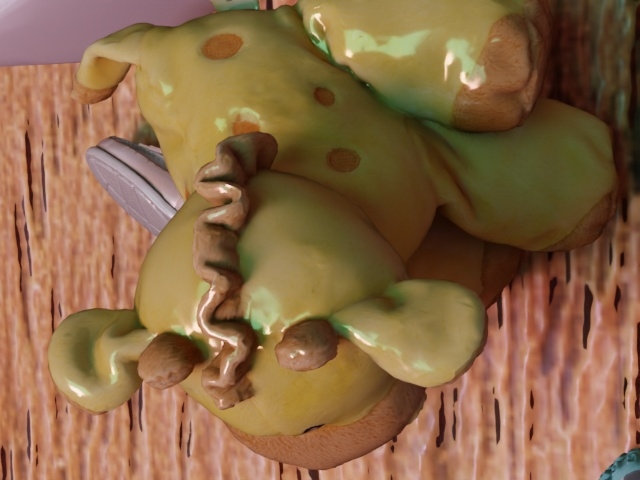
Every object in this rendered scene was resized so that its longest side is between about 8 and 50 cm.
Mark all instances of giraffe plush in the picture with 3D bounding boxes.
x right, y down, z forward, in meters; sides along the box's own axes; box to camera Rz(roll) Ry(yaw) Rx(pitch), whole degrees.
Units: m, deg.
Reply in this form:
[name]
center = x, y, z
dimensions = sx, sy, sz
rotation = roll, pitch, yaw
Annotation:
[giraffe plush]
center = 0.000, 0.000, 0.558
dimensions = 0.181, 0.210, 0.170
rotation = -32, 36, 32

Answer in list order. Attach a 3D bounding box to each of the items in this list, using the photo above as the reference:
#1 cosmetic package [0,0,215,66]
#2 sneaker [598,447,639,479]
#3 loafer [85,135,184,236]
[cosmetic package]
center = -0.028, -0.243, 0.603
dimensions = 0.385, 0.156, 0.217
rotation = -32, 81, 33
[sneaker]
center = 0.126, 0.160, 0.621
dimensions = 0.076, 0.065, 0.166
rotation = 9, 106, 17
[loafer]
center = -0.051, -0.013, 0.730
dimensions = 0.125, 0.039, 0.045
rotation = 36, 159, 27
